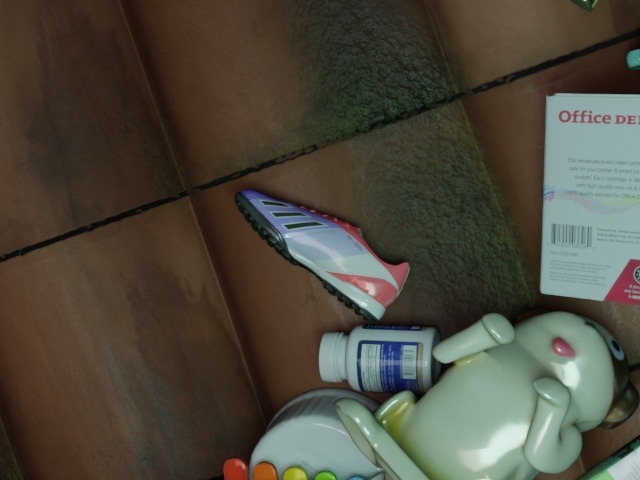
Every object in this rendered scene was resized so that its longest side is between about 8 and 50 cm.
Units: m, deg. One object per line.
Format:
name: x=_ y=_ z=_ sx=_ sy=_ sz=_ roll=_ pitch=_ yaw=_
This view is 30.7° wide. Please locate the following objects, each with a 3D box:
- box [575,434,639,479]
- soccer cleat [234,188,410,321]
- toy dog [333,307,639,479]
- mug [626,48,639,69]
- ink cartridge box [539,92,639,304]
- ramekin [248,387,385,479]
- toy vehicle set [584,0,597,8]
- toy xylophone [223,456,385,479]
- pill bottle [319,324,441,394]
box: x=0.592 y=0.390 z=1.829 sx=0.322 sy=0.058 sz=0.232 roll=-39 pitch=86 yaw=16
soccer cleat: x=0.000 y=0.000 z=1.929 sx=0.318 sy=0.108 sz=0.116 roll=38 pitch=83 yaw=11
toy dog: x=0.290 y=0.272 z=1.747 sx=0.408 sy=0.395 sz=0.284 roll=-38 pitch=51 yaw=-11
mug: x=0.546 y=-0.292 z=1.723 sx=0.158 sy=0.097 sz=0.129 roll=36 pitch=118 yaw=43
ink cartridge box: x=0.457 y=-0.065 z=1.735 sx=0.226 sy=0.131 sz=0.306 roll=7 pitch=99 yaw=36
ramekin: x=0.011 y=0.397 z=1.950 sx=0.277 sy=0.135 sz=0.277 roll=2 pitch=98 yaw=15
toy vehicle set: x=0.412 y=-0.413 z=1.661 sx=0.035 sy=0.267 sz=0.166 roll=32 pitch=104 yaw=8
toy xylophone: x=-0.040 y=0.474 z=1.860 sx=0.323 sy=0.081 sz=0.236 roll=1 pitch=97 yaw=16
pill bottle: x=0.098 y=0.194 z=1.910 sx=0.187 sy=0.112 sz=0.112 roll=1 pitch=98 yaw=16
